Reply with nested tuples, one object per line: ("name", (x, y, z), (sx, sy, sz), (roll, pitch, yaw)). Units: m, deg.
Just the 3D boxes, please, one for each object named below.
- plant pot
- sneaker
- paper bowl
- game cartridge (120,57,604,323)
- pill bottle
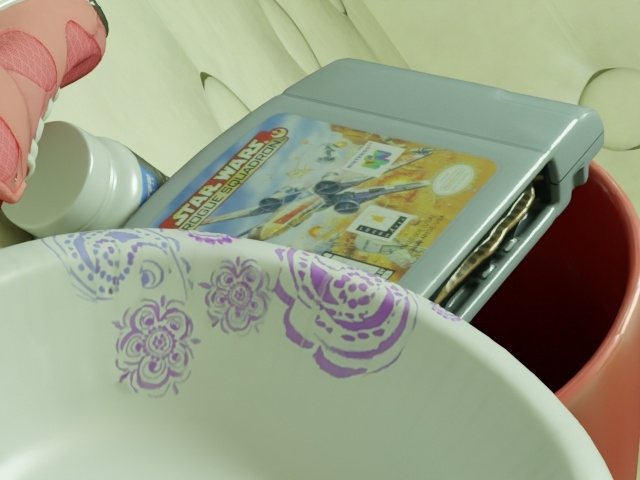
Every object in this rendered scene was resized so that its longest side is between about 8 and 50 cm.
("plant pot", (0.079, 0.105, 1.001), (0.275, 0.275, 0.243), (-108, 179, -49))
("sneaker", (-0.191, -0.061, 0.831), (0.136, 0.116, 0.314), (67, 20, -1))
("paper bowl", (-0.042, 0.130, 0.596), (0.284, 0.148, 0.284), (11, 34, -7))
("game cartridge", (0.000, 0.000, 0.902), (0.198, 0.297, 0.062), (19, -43, 30))
("pill bottle", (-0.122, -0.014, 0.970), (0.137, 0.078, 0.078), (36, 24, -56))
